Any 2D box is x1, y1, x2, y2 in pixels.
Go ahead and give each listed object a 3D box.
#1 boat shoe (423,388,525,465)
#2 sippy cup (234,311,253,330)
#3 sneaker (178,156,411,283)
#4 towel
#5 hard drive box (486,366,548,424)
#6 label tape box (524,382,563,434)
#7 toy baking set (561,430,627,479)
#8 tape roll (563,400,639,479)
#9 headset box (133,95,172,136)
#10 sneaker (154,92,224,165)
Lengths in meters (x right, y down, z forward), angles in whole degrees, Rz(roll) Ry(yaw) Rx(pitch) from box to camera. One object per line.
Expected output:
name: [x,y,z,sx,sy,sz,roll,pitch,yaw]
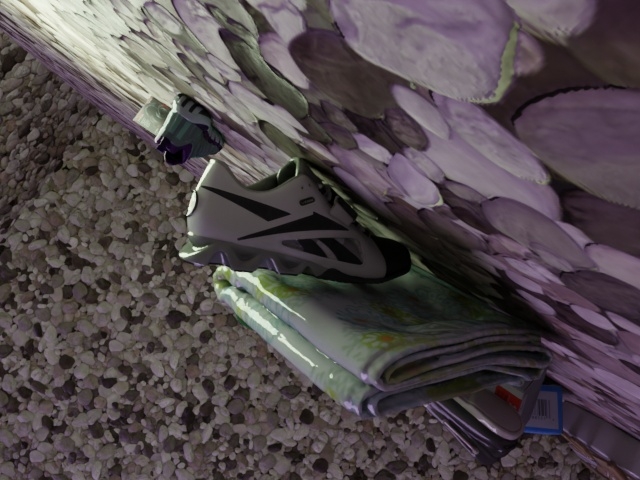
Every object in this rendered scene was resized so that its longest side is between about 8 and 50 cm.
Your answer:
boat shoe: [0.182,0.247,0.875,0.335,0.096,0.112,37,-153,26]
sippy cup: [-0.083,0.042,1.080,0.239,0.306,0.224,1,-134,-22]
sneaker: [-0.004,-0.027,0.656,0.330,0.147,0.122,8,-175,-32]
towel: [0.072,0.097,0.695,0.320,0.090,0.374,3,-167,-36]
hard drive box: [0.280,0.238,0.942,0.232,0.089,0.181,30,141,37]
label tape box: [0.420,0.387,1.227,0.240,0.106,0.334,1,167,13]
toy baking set: [0.644,0.510,1.144,0.196,0.030,0.256,39,173,48]
tape roll: [0.750,0.531,1.212,0.391,0.072,0.392,35,175,4]
headset box: [-0.326,-0.243,1.009,0.083,0.062,0.032,34,175,16]
sneaker: [-0.227,-0.166,0.847,0.083,0.098,0.224,35,175,1]
